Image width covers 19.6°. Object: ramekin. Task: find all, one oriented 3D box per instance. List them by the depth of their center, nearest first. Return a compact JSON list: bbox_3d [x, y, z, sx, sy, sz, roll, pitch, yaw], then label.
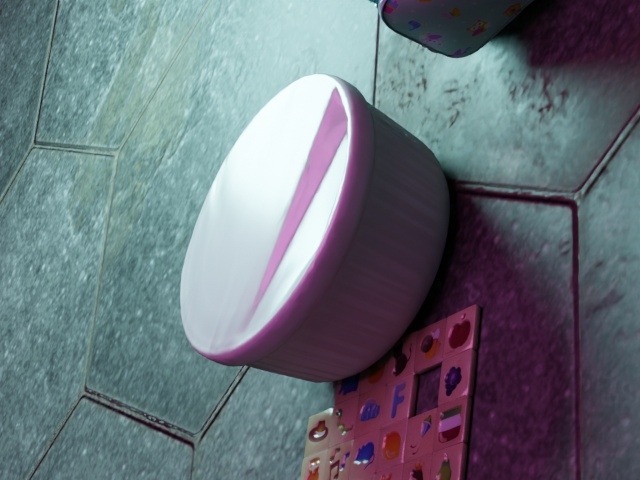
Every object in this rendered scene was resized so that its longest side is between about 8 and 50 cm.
[{"bbox_3d":[0.000,0.000,1.616,0.273,0.127,0.273,-44,32,37],"label":"ramekin"}]

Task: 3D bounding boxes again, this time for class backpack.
[{"bbox_3d":[0.098,-0.254,1.569,0.166,0.188,0.144,-40,38,42],"label":"backpack"}]

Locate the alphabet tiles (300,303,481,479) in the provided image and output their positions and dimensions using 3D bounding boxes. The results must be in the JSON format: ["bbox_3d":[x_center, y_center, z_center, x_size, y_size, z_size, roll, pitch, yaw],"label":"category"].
[{"bbox_3d":[0.050,0.175,1.534,0.237,0.009,0.198,-29,46,51],"label":"alphabet tiles"}]
